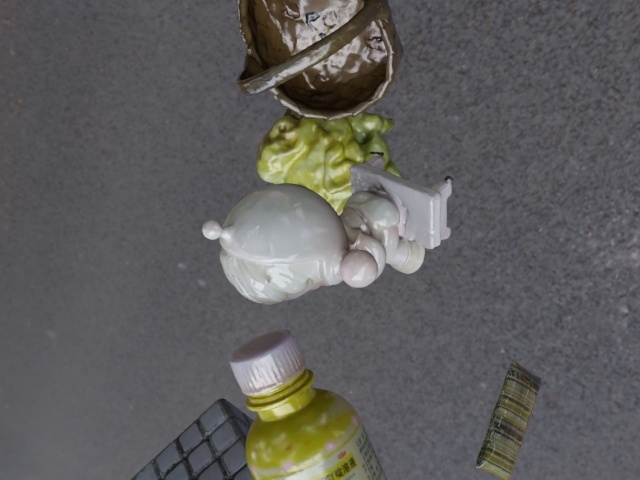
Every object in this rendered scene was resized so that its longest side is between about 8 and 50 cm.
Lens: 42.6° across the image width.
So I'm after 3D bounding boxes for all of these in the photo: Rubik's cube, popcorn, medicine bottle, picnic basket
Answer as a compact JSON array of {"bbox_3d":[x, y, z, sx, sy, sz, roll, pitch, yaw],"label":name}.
[{"bbox_3d":[-0.125,0.418,1.192,0.237,0.238,0.237,49,-179,-37],"label":"Rubik's cube"},{"bbox_3d":[0.031,-0.184,1.765,0.312,0.312,0.312,26,141,23],"label":"popcorn"},{"bbox_3d":[-0.017,0.196,0.811,0.121,0.122,0.213,-11,107,49],"label":"medicine bottle"},{"bbox_3d":[-0.016,-0.354,1.462,0.293,0.337,0.337,-21,113,26],"label":"picnic basket"}]

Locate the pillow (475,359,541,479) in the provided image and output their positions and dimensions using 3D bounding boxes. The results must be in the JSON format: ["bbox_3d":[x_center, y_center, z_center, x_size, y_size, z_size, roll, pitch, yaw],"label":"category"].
[{"bbox_3d":[0.346,0.328,1.488,0.038,0.203,0.113,8,161,46],"label":"pillow"}]

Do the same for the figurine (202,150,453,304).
[{"bbox_3d":[0.004,-0.006,0.855,0.182,0.256,0.145,48,140,33],"label":"figurine"}]
